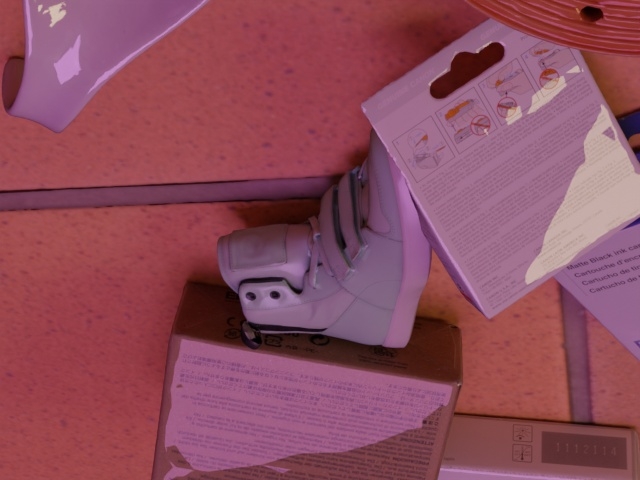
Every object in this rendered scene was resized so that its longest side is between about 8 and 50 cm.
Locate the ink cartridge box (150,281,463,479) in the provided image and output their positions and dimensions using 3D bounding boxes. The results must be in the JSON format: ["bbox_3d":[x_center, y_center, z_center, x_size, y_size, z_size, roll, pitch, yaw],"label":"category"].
[{"bbox_3d":[-0.014,0.150,1.267,0.234,0.088,0.193,10,122,-2],"label":"ink cartridge box"}]

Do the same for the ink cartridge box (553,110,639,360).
[{"bbox_3d":[0.272,-0.009,1.102,0.223,0.045,0.224,-22,133,33],"label":"ink cartridge box"}]

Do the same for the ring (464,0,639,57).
[{"bbox_3d":[0.189,-0.229,0.838,0.336,0.032,0.336,5,141,4],"label":"ring"}]

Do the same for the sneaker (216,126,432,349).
[{"bbox_3d":[0.000,0.001,1.110,0.151,0.094,0.256,2,145,-3],"label":"sneaker"}]

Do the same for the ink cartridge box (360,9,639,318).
[{"bbox_3d":[0.121,-0.058,1.008,0.145,0.045,0.179,-34,110,-3],"label":"ink cartridge box"}]

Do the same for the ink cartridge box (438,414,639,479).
[{"bbox_3d":[0.133,0.259,1.452,0.296,0.066,0.261,5,142,3],"label":"ink cartridge box"}]

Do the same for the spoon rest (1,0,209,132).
[{"bbox_3d":[-0.137,-0.153,0.949,0.137,0.084,0.276,20,141,-17],"label":"spoon rest"}]
